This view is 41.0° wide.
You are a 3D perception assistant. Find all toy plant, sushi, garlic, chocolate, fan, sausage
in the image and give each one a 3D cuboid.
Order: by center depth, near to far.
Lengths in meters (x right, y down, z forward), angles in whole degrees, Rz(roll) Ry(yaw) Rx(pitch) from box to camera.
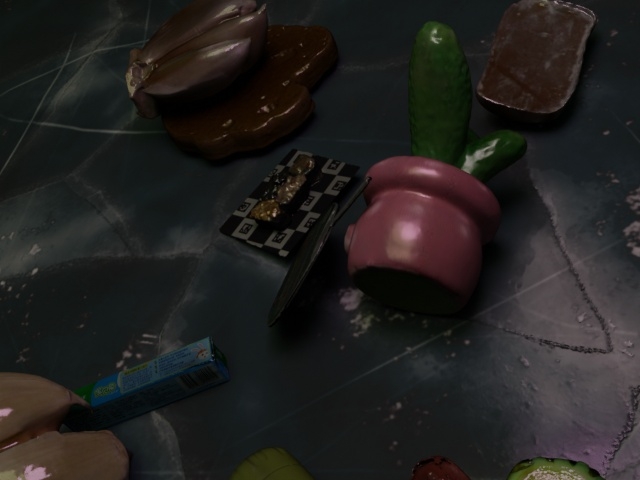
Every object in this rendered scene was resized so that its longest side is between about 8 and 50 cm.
[{"bbox_3d":[0.167,0.327,1.061,0.076,0.076,0.141,-40,48,-9],"label":"sausage"},{"bbox_3d":[-0.454,0.338,1.239,0.313,0.249,0.286,-32,47,10],"label":"garlic"},{"bbox_3d":[0.165,-0.085,1.254,0.210,0.317,0.356,15,69,25],"label":"toy plant"},{"bbox_3d":[-0.004,-0.002,1.319,0.294,0.012,0.223,-57,7,17],"label":"fan"},{"bbox_3d":[0.366,-0.296,1.461,0.156,0.080,0.254,15,62,16],"label":"chocolate"},{"bbox_3d":[-0.068,-0.088,1.489,0.192,0.050,0.215,20,63,45],"label":"sushi"},{"bbox_3d":[-0.230,-0.374,1.672,0.325,0.132,0.279,-22,46,12],"label":"garlic"}]

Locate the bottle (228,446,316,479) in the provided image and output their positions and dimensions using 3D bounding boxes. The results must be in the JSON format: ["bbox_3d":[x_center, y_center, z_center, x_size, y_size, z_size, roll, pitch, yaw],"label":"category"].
[{"bbox_3d":[-0.010,0.376,1.074,0.112,0.112,0.260,-43,49,-12],"label":"bottle"}]

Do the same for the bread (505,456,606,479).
[{"bbox_3d":[0.282,0.322,1.012,0.139,0.071,0.130,9,61,27],"label":"bread"}]

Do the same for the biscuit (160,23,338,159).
[{"bbox_3d":[-0.141,-0.308,1.703,0.381,0.074,0.359,-21,48,6],"label":"biscuit"}]

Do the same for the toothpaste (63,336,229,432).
[{"bbox_3d":[-0.276,0.230,1.340,0.266,0.065,0.050,-22,48,7],"label":"toothpaste"}]
